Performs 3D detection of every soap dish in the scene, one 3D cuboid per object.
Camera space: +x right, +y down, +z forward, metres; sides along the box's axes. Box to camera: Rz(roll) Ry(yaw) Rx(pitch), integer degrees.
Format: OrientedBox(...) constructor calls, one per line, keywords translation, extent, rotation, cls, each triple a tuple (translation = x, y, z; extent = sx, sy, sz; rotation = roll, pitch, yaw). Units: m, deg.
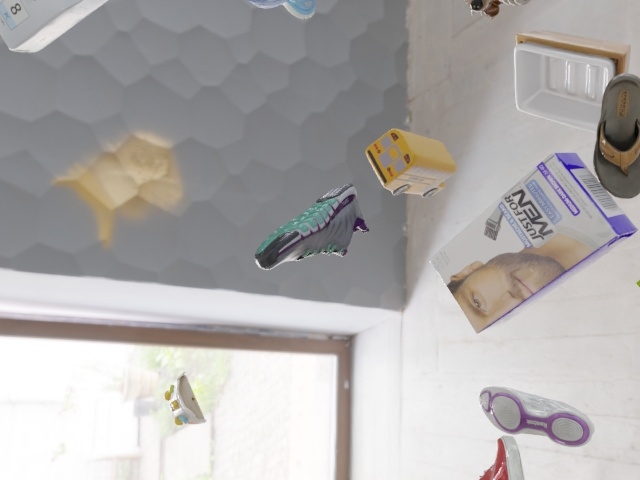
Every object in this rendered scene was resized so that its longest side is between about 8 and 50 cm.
OrientedBox(translation=(0.645, -0.414, 1.575), extent=(0.290, 0.118, 0.229), rotation=(30, 150, 41), cls="soap dish")

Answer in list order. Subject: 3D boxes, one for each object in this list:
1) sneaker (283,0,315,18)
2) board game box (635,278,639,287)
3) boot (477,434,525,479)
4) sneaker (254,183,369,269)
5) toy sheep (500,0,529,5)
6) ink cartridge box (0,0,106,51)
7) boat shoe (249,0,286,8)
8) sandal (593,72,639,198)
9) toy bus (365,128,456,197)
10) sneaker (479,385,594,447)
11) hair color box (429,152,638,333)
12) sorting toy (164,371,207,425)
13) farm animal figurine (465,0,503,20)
OrientedBox(translation=(-0.076, -0.545, 1.307), extent=(0.063, 0.162, 0.073), rotation=(-64, 3, -36), cls="sneaker")
OrientedBox(translation=(0.758, 0.097, 1.319), extent=(0.092, 0.181, 0.043), rotation=(-47, 46, 21), cls="board game box")
OrientedBox(translation=(0.298, 0.465, 1.159), extent=(0.244, 0.176, 0.089), rotation=(-59, -47, -65), cls="boot")
OrientedBox(translation=(0.000, 0.000, 0.948), extent=(0.083, 0.223, 0.098), rotation=(-12, 112, 51), cls="sneaker")
OrientedBox(translation=(0.397, -0.529, 1.259), extent=(0.132, 0.091, 0.091), rotation=(43, 121, 46), cls="toy sheep")
OrientedBox(translation=(-0.489, -0.578, 1.114), extent=(0.384, 0.091, 0.308), rotation=(-27, 96, 19), cls="ink cartridge box")
OrientedBox(translation=(-0.118, -0.507, 1.069), extent=(0.258, 0.108, 0.089), rotation=(45, -152, -73), cls="boat shoe")
OrientedBox(translation=(0.533, -0.179, 1.076), extent=(0.060, 0.089, 0.220), rotation=(-43, -46, -65), cls="sandal")
OrientedBox(translation=(0.238, -0.190, 1.544), extent=(0.130, 0.332, 0.108), rotation=(-37, 72, 29), cls="toy bus")
OrientedBox(translation=(0.580, 0.475, 1.655), extent=(0.305, 0.152, 0.114), rotation=(14, 92, 35), cls="sneaker")
OrientedBox(translation=(0.388, 0.011, 1.166), extent=(0.339, 0.110, 0.185), rotation=(-48, 62, 39), cls="hair color box")
OrientedBox(translation=(-0.203, 0.237, 0.908), extent=(0.083, 0.044, 0.075), rotation=(63, 159, 13), cls="sorting toy")
OrientedBox(translation=(0.402, -0.696, 1.611), extent=(0.330, 0.327, 0.172), rotation=(29, 154, 22), cls="farm animal figurine")
